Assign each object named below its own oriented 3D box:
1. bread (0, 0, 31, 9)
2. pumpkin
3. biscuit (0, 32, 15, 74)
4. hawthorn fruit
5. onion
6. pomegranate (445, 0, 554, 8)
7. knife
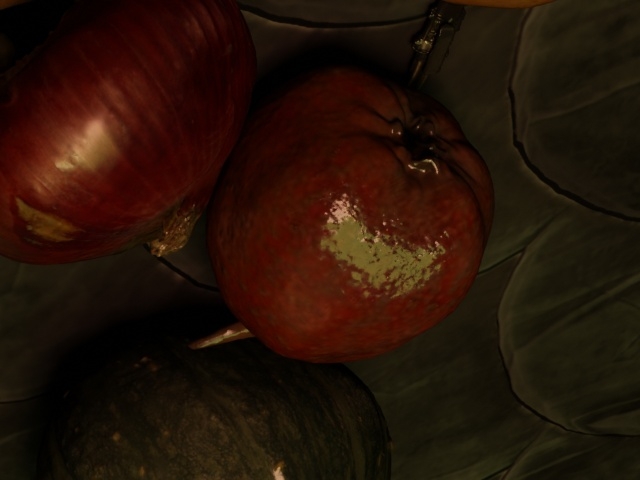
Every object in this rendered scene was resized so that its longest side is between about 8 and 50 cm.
[{"bbox_3d":[-0.283,-0.165,1.065,0.305,0.091,0.142,-20,-179,-8],"label":"bread"},{"bbox_3d":[-0.096,0.221,1.435,0.291,0.257,0.328,-7,130,-37],"label":"pumpkin"},{"bbox_3d":[-0.349,-0.074,1.077,0.204,0.040,0.309,-22,174,34],"label":"biscuit"},{"bbox_3d":[0.000,0.000,1.302,0.210,0.210,0.262,19,130,-38],"label":"hawthorn fruit"},{"bbox_3d":[-0.136,-0.079,1.129,0.161,0.248,0.248,27,123,-3],"label":"onion"},{"bbox_3d":[0.119,-0.250,1.100,0.209,0.209,0.209,-13,137,-13],"label":"pomegranate"},{"bbox_3d":[0.094,-0.163,1.310,0.045,0.021,0.222,12,126,-37],"label":"knife"}]
